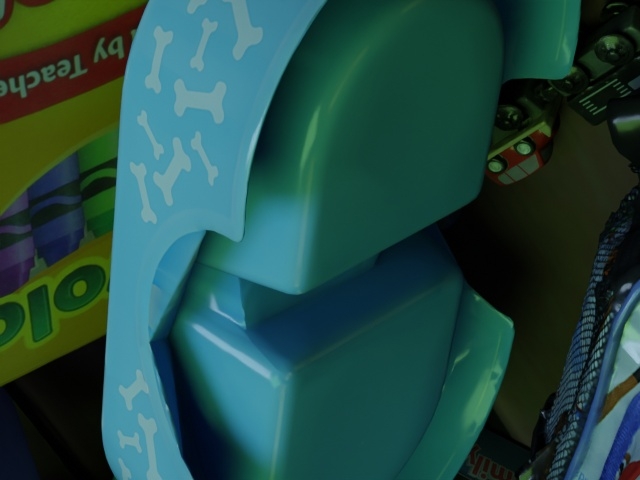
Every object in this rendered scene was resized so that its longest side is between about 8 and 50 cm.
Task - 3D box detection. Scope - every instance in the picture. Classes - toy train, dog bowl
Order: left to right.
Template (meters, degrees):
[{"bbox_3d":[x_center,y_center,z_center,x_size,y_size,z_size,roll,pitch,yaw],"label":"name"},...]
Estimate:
[{"bbox_3d":[0.000,0.000,0.691,0.074,0.166,0.297,33,132,31],"label":"dog bowl"},{"bbox_3d":[0.071,-0.040,0.743,0.036,0.027,0.158,37,136,-21],"label":"toy train"}]

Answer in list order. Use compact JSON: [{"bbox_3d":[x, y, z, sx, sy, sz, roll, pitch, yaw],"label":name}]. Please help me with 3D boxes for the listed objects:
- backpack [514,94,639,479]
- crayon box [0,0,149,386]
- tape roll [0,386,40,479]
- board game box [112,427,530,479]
[{"bbox_3d":[0.183,0.126,0.682,0.276,0.213,0.263,21,129,11],"label":"backpack"},{"bbox_3d":[-0.090,-0.069,0.677,0.081,0.202,0.318,41,146,36],"label":"crayon box"},{"bbox_3d":[-0.207,0.133,0.827,0.189,0.189,0.080,-56,49,46],"label":"tape roll"},{"bbox_3d":[0.003,0.206,0.957,0.254,0.079,0.336,28,136,4],"label":"board game box"}]
